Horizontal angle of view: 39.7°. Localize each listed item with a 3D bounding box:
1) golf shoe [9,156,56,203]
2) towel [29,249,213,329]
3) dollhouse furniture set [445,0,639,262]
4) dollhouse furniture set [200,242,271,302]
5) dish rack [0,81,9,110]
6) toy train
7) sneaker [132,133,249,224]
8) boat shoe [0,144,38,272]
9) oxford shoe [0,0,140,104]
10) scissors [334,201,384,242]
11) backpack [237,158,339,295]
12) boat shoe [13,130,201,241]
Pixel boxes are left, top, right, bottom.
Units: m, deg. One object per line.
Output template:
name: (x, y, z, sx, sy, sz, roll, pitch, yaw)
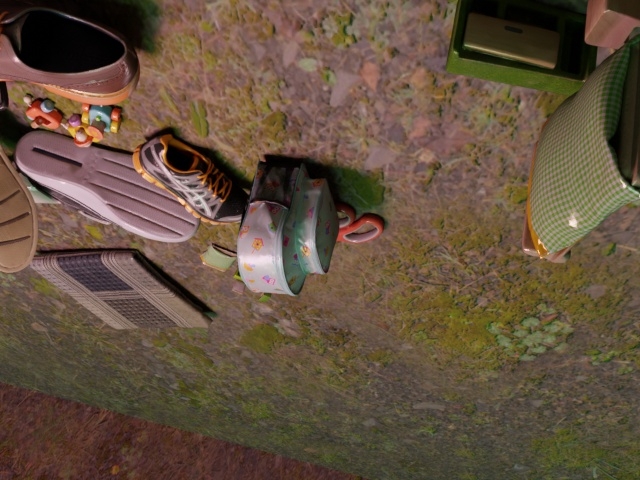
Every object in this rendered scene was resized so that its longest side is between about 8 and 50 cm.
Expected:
golf shoe: (-0.577, -0.088, 1.602, 0.272, 0.120, 0.105, 9, 152, 10)
towel: (-0.445, 0.110, 2.009, 0.312, 0.056, 0.324, -4, 146, 29)
dollhouse furniture set: (0.205, -0.152, 0.841, 0.151, 0.302, 0.197, 13, 156, -2)
dollhouse furniture set: (-0.167, 0.068, 1.750, 0.151, 0.059, 0.076, 22, 153, -14)
dish rack: (-0.580, -0.185, 1.238, 0.208, 0.074, 0.271, -15, -173, 13)
toy train: (-0.388, -0.188, 1.383, 0.166, 0.046, 0.125, -10, 145, 41)
sneaker: (-0.194, -0.096, 1.420, 0.214, 0.084, 0.083, 29, 146, -23)
boat shoe: (-0.553, -0.097, 1.477, 0.103, 0.113, 0.302, 26, 133, 61)
oxford shoe: (-0.409, -0.263, 1.115, 0.363, 0.130, 0.133, 6, 174, -11)
scissors: (0.000, 0.000, 1.568, 0.109, 0.021, 0.297, 25, 151, -21)
backpack: (-0.052, -0.009, 1.375, 0.144, 0.188, 0.166, 12, 150, 19)
boat shoe: (-0.354, -0.087, 1.511, 0.335, 0.121, 0.119, 26, 161, 4)
